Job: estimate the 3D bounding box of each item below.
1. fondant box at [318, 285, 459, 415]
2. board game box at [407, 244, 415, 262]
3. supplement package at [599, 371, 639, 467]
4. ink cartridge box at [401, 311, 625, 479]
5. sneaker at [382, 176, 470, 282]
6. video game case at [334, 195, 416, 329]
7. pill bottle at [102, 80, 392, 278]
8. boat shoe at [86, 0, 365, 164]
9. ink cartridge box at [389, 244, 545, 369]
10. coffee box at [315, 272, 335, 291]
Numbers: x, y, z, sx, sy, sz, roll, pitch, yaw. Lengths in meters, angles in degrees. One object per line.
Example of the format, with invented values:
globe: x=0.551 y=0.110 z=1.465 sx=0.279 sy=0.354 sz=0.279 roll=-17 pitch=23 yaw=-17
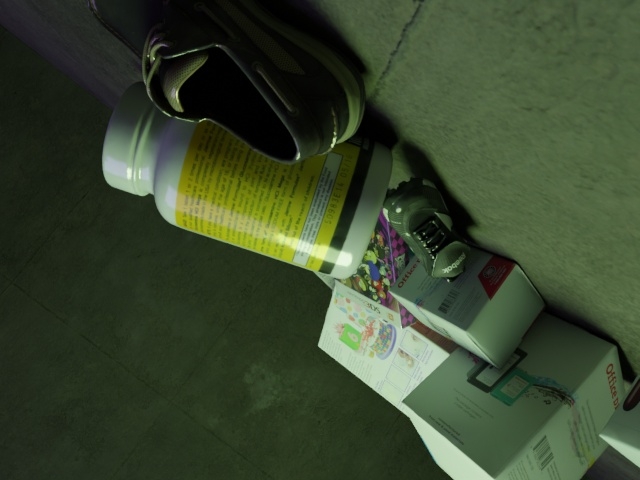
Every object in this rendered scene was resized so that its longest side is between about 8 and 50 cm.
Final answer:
fondant box: x=0.165 y=0.229 z=1.155 sx=0.330 sy=0.096 sz=0.238 roll=33 pitch=133 yaw=22
board game box: x=0.215 y=0.097 z=1.193 sx=0.242 sy=0.064 sz=0.316 roll=33 pitch=171 yaw=32
supplement package: x=0.459 y=0.223 z=0.513 sx=0.204 sy=0.145 sz=0.262 roll=37 pitch=172 yaw=0
ink cartridge box: x=0.315 y=0.271 z=0.849 sx=0.197 sy=0.270 sz=0.198 roll=29 pitch=153 yaw=54
sneaker: x=0.155 y=-0.004 z=0.719 sx=0.106 sy=0.078 sz=0.234 roll=57 pitch=-173 yaw=29
video game case: x=0.082 y=0.021 z=0.967 sx=0.210 sy=0.042 sz=0.232 roll=24 pitch=130 yaw=55
pill bottle: x=-0.091 y=-0.085 z=0.692 sx=0.334 sy=0.188 sz=0.188 roll=18 pitch=173 yaw=-3
boat shoe: x=-0.124 y=-0.201 z=0.566 sx=0.355 sy=0.130 sz=0.132 roll=30 pitch=138 yaw=13
ink cartridge box: x=0.228 y=0.090 z=0.843 sx=0.127 sy=0.128 sz=0.176 roll=43 pitch=172 yaw=-35
coffee box: x=0.000 y=0.000 z=1.257 sx=0.246 sy=0.098 sz=0.141 roll=46 pitch=-167 yaw=-33
